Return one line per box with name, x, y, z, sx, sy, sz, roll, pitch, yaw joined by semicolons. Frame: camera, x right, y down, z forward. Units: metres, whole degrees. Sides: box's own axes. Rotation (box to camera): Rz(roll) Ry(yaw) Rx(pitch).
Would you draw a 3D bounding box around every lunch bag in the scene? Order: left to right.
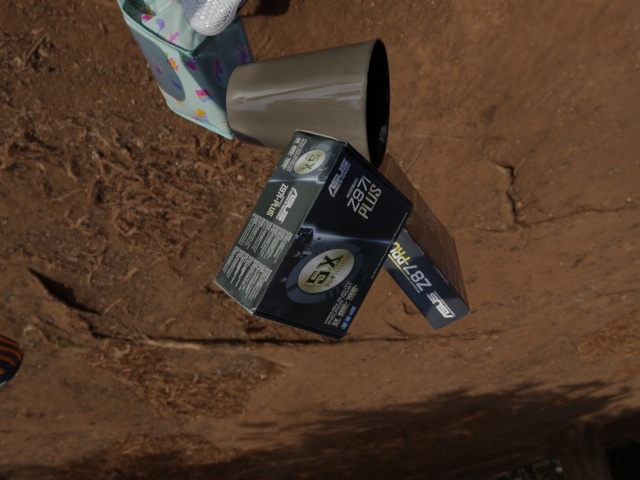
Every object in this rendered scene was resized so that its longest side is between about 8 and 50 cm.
lunch bag;-0.254;-0.355;0.833;0.160;0.262;0.223;-50;155;-18

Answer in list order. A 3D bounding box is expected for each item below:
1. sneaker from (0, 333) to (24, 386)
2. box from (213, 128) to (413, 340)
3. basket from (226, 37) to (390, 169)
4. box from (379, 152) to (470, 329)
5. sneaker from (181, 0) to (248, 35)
sneaker;-0.533;0.085;0.512;0.320;0.125;0.180;17;111;-24
box;0.000;0.000;0.459;0.147;0.077;0.180;31;88;-47
basket;-0.018;-0.211;0.670;0.226;0.154;0.204;8;145;18
box;0.207;-0.025;1.003;0.097;0.395;0.318;-34;102;23
sneaker;-0.088;-0.379;0.598;0.101;0.269;0.153;23;175;12
